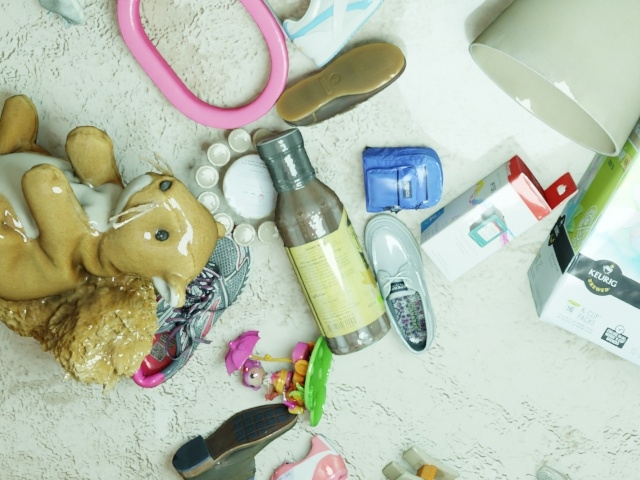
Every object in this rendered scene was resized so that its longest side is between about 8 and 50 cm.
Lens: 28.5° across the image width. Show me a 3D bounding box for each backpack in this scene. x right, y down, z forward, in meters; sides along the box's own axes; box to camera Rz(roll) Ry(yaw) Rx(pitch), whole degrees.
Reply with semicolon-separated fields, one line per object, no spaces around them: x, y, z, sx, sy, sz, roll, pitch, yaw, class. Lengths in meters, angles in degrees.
0.125;-0.086;1.892;0.120;0.101;0.098;-3;113;2;backpack

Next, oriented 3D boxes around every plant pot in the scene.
0.390;-0.301;1.747;0.256;0.256;0.274;37;90;-7;plant pot

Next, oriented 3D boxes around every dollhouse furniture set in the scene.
0.117;0.501;2.004;0.135;0.262;0.259;32;140;-7;dollhouse furniture set

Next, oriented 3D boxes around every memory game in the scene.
-0.103;-0.081;1.918;0.186;0.012;0.186;-1;94;-18;memory game

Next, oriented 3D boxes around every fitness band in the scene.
-0.172;-0.303;1.875;0.209;0.054;0.291;-36;99;14;fitness band

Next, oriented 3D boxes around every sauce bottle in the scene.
0.000;0.000;1.894;0.111;0.111;0.344;-19;103;10;sauce bottle

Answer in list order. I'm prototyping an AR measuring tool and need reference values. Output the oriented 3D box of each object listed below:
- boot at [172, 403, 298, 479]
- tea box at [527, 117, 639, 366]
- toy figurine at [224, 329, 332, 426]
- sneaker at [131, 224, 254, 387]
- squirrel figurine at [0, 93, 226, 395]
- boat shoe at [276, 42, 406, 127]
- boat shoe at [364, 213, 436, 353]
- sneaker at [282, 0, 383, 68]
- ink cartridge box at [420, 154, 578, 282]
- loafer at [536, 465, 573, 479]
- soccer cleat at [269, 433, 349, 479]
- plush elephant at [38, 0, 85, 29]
-0.125;0.348;2.069;0.219;0.082;0.106;-24;129;2;boot
0.526;0.019;1.825;0.329;0.220;0.323;26;106;-3;tea box
-0.074;0.207;2.004;0.159;0.130;0.173;11;128;15;toy figurine
-0.199;0.106;1.966;0.121;0.112;0.299;28;103;-3;sneaker
-0.329;0.020;1.870;0.370;0.281;0.397;9;125;11;squirrel figurine
0.035;-0.229;1.873;0.207;0.073;0.073;-22;73;14;boat shoe
0.128;0.070;1.946;0.079;0.081;0.227;-18;105;10;boat shoe
0.043;-0.360;1.823;0.092;0.087;0.228;42;103;-6;sneaker
0.262;-0.047;1.873;0.231;0.134;0.078;-36;100;13;ink cartridge box
0.404;0.408;2.052;0.125;0.039;0.045;43;138;-5;loafer
-0.063;0.419;2.078;0.248;0.083;0.095;-38;71;19;soccer cleat
-0.363;-0.436;1.734;0.272;0.255;0.330;29;112;8;plush elephant
